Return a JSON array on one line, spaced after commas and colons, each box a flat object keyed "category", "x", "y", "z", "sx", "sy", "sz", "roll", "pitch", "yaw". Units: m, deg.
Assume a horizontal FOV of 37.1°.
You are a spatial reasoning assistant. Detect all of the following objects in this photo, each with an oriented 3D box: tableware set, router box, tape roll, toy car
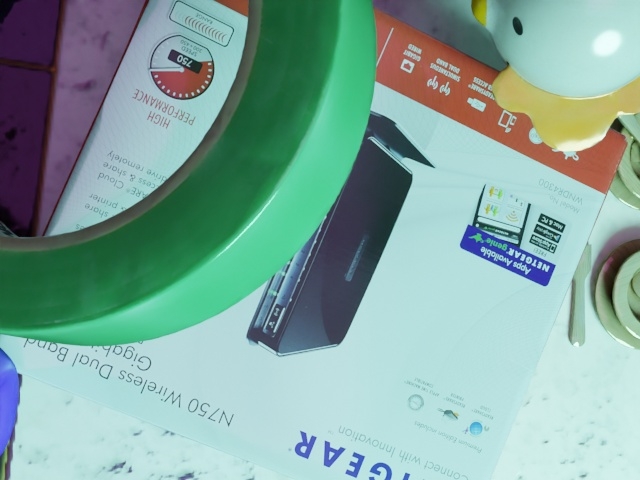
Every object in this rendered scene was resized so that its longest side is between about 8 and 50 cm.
[{"category": "tableware set", "x": 0.257, "y": -0.011, "z": 0.729, "sx": 0.128, "sy": 0.039, "sz": 0.194, "roll": 0, "pitch": 91, "yaw": -14}, {"category": "router box", "x": 0.000, "y": 0.000, "z": 0.645, "sx": 0.335, "sy": 0.082, "sz": 0.301, "roll": 23, "pitch": 86, "yaw": -13}, {"category": "tape roll", "x": -0.132, "y": -0.104, "z": 0.534, "sx": 0.321, "sy": 0.077, "sz": 0.322, "roll": -4, "pitch": 77, "yaw": 17}, {"category": "toy car", "x": 0.138, "y": -0.176, "z": 0.589, "sx": 0.210, "sy": 0.219, "sz": 0.238, "roll": 2, "pitch": 91, "yaw": -1}]

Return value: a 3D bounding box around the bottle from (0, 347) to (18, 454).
[{"category": "bottle", "x": -0.312, "y": 0.051, "z": 0.538, "sx": 0.282, "sy": 0.118, "sz": 0.092, "roll": 26, "pitch": 45, "yaw": 6}]
